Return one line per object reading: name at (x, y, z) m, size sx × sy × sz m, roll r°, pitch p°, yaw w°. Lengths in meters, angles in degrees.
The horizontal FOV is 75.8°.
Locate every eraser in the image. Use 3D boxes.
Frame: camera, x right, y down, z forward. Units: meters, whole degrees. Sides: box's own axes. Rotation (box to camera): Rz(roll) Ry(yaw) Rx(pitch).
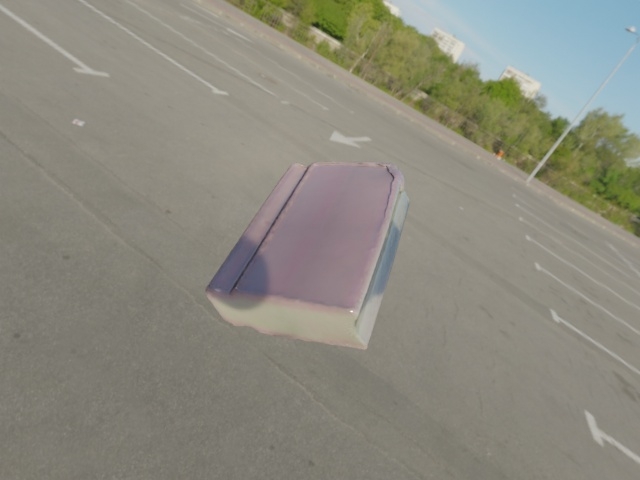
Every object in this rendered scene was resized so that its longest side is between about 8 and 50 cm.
eraser at (0.000, 0.000, 0.756) m, size 0.271 × 0.123 × 0.359 m, roll 4°, pitch 46°, yaw 26°
